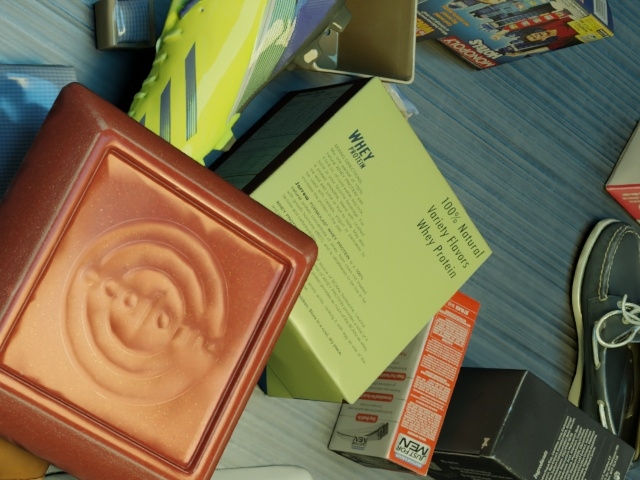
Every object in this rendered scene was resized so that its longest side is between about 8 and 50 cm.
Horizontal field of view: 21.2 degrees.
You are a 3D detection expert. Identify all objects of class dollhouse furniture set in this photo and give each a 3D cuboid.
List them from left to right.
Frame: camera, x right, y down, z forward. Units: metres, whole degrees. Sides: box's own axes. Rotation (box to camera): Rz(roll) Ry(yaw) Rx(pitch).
[{"bbox_3d":[-0.204,-0.131,1.304,0.286,0.198,0.303,-1,90,-34],"label":"dollhouse furniture set"}]

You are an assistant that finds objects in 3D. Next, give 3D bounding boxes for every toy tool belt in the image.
[{"bbox_3d":[0.068,-0.125,1.581,0.051,0.052,0.083,-48,115,-16],"label":"toy tool belt"}]

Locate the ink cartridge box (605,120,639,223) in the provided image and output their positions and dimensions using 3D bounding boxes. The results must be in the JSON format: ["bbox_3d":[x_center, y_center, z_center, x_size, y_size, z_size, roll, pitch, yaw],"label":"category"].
[{"bbox_3d":[0.440,-0.024,1.762,0.237,0.172,0.100,41,67,-27],"label":"ink cartridge box"}]

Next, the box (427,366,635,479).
[{"bbox_3d":[0.176,0.192,1.585,0.158,0.156,0.093,36,69,-29],"label":"box"}]

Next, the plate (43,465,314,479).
[{"bbox_3d":[-0.114,0.334,1.450,0.277,0.045,0.278,3,87,-34],"label":"plate"}]

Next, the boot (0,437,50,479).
[{"bbox_3d":[-0.302,0.111,1.253,0.283,0.109,0.220,20,95,-38],"label":"boot"}]

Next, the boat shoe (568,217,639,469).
[{"bbox_3d":[0.301,0.104,1.720,0.095,0.079,0.254,15,81,-33],"label":"boat shoe"}]

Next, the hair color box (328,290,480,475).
[{"bbox_3d":[0.076,0.124,1.556,0.053,0.093,0.167,29,74,-31],"label":"hair color box"}]

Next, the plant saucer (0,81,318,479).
[{"bbox_3d":[-0.136,0.053,1.283,0.258,0.048,0.259,34,73,-28],"label":"plant saucer"}]

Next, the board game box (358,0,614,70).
[{"bbox_3d":[0.142,-0.224,1.573,0.194,0.194,0.060,26,59,-54],"label":"board game box"}]

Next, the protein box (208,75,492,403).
[{"bbox_3d":[0.000,0.000,1.479,0.201,0.136,0.200,-45,112,-26],"label":"protein box"}]

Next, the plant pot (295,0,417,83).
[{"bbox_3d":[0.014,-0.195,1.517,0.109,0.096,0.109,5,87,-35],"label":"plant pot"}]

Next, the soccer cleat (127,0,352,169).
[{"bbox_3d":[-0.100,-0.137,1.380,0.289,0.093,0.121,-47,106,-14],"label":"soccer cleat"}]
